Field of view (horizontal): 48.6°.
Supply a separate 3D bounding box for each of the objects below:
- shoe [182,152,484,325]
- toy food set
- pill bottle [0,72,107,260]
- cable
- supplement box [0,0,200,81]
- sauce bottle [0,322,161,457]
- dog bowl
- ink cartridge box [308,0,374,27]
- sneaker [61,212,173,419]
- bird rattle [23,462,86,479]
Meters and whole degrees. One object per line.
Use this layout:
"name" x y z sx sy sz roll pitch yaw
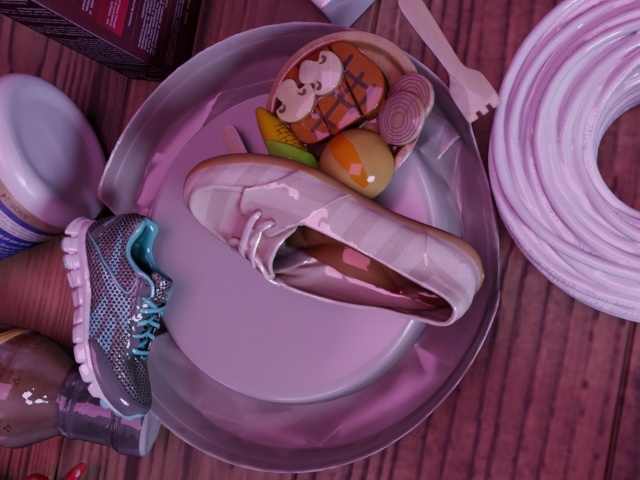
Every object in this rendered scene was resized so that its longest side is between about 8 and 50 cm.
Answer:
"shoe" 0.000 0.000 0.476 0.219 0.058 0.076 19 129 12
"toy food set" 0.016 -0.092 0.514 0.192 0.038 0.132 -35 74 13
"pill bottle" -0.356 -0.043 0.690 0.265 0.153 0.153 -21 78 16
"cable" 0.254 -0.066 0.509 0.257 0.089 0.256 -8 81 19
"supplement box" -0.193 -0.231 0.603 0.073 0.239 0.130 10 88 22
"sauce bottle" -0.317 0.128 0.655 0.345 0.111 0.111 13 89 2
"dog bowl" -0.018 0.005 0.591 0.349 0.102 0.348 -2 84 19
"ink cartridge box" -0.010 -0.290 0.639 0.104 0.062 0.181 -44 73 10
"sneaker" -0.148 0.053 0.548 0.076 0.065 0.166 -17 81 14
"bird rattle" -0.349 0.260 0.642 0.254 0.207 0.143 24 111 29
